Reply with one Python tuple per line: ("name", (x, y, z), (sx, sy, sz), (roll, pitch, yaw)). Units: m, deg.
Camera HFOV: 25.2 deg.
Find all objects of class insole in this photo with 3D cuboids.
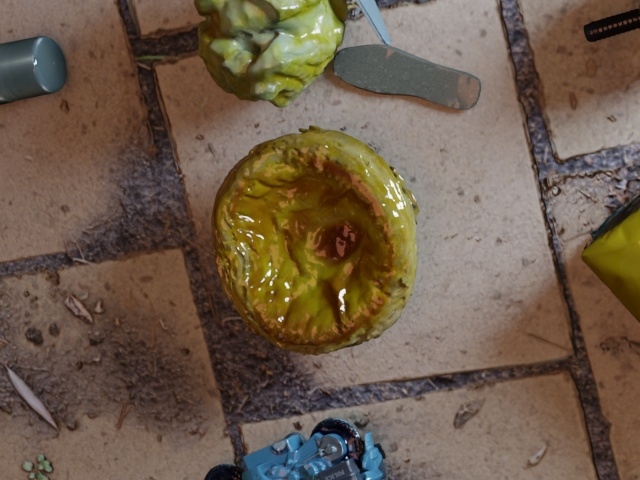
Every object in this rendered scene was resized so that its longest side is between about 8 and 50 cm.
("insole", (0.106, -0.204, 1.769), (0.192, 0.010, 0.063), (16, 109, 16))

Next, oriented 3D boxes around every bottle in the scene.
("bottle", (-0.486, -0.218, 1.953), (0.286, 0.082, 0.082), (-8, 100, 23))

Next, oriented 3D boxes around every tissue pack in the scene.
("tissue pack", (0.455, 0.047, 1.631), (0.271, 0.134, 0.192), (47, 114, 4))

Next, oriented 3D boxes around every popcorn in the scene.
("popcorn", (-0.066, -0.261, 1.736), (0.185, 0.167, 0.187), (18, 105, 21))

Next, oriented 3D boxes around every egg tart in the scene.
("egg tart", (0.000, 0.000, 1.806), (0.295, 0.116, 0.295), (5, 103, 21))

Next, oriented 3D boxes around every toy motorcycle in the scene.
("toy motorcycle", (-0.028, 0.350, 1.903), (0.272, 0.123, 0.182), (-27, 82, 25))

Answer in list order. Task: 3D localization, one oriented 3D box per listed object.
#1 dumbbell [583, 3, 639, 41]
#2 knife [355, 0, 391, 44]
("dumbbell", (0.445, -0.271, 1.551), (0.325, 0.143, 0.143), (-14, 98, 23))
("knife", (0.001, -0.375, 1.729), (0.044, 0.080, 0.331), (-34, 86, 22))
